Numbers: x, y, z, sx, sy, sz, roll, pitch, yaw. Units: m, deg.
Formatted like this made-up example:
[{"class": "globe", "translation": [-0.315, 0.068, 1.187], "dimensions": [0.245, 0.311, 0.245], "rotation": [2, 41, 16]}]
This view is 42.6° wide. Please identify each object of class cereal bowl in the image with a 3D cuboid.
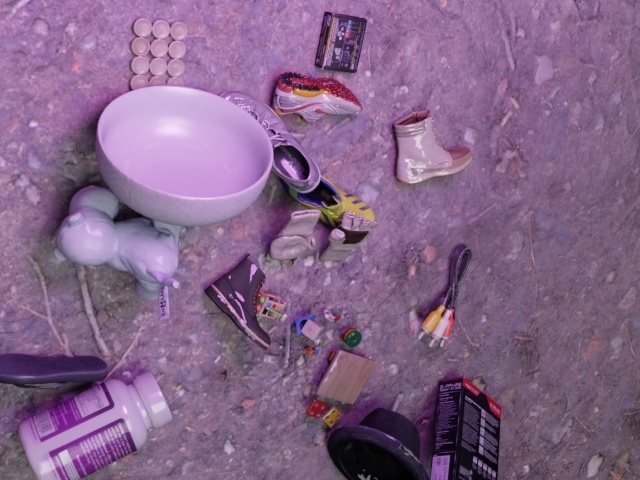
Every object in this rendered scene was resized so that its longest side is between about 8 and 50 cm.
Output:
[{"class": "cereal bowl", "translation": [-0.266, -0.146, 1.588], "dimensions": [0.338, 0.339, 0.141], "rotation": [-7, 139, -28]}]

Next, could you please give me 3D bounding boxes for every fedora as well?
[{"class": "fedora", "translation": [0.181, 0.572, 2.244], "dimensions": [0.153, 0.333, 0.334], "rotation": [-57, 134, -37]}]

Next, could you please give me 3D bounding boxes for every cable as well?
[{"class": "cable", "translation": [0.366, 0.160, 2.243], "dimensions": [0.139, 0.072, 0.287], "rotation": [22, 99, -41]}]

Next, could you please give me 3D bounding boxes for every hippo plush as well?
[{"class": "hippo plush", "translation": [-0.407, 0.019, 1.642], "dimensions": [0.236, 0.294, 0.234], "rotation": [12, 138, -15]}]

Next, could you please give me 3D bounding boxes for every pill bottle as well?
[{"class": "pill bottle", "translation": [-0.486, 0.408, 1.796], "dimensions": [0.301, 0.169, 0.169], "rotation": [-24, 122, -19]}]

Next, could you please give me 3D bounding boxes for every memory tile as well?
[{"class": "memory tile", "translation": [-0.323, -0.364, 1.632], "dimensions": [0.113, 0.012, 0.148], "rotation": [-4, 114, -29]}]

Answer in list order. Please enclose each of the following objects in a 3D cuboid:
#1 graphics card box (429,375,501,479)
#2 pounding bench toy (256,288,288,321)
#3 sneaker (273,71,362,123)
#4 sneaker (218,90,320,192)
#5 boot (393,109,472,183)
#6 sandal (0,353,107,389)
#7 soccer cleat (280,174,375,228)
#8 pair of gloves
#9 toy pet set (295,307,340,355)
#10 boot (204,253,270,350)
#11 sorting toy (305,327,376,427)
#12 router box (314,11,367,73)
[{"class": "graphics card box", "translation": [0.417, 0.605, 2.339], "dimensions": [0.232, 0.094, 0.371], "rotation": [40, 47, -38]}, {"class": "pounding bench toy", "translation": [-0.121, 0.158, 1.948], "dimensions": [0.065, 0.083, 0.052], "rotation": [20, 101, -36]}, {"class": "sneaker", "translation": [-0.008, -0.307, 1.813], "dimensions": [0.225, 0.088, 0.093], "rotation": [5, 130, -32]}, {"class": "sneaker", "translation": [-0.103, -0.214, 1.720], "dimensions": [0.281, 0.115, 0.105], "rotation": [39, 89, -6]}, {"class": "boot", "translation": [0.276, -0.240, 2.004], "dimensions": [0.213, 0.077, 0.165], "rotation": [-18, 118, -19]}, {"class": "sandal", "translation": [-0.575, 0.286, 1.731], "dimensions": [0.254, 0.097, 0.055], "rotation": [7, 108, -33]}, {"class": "soccer cleat", "translation": [0.030, -0.082, 1.902], "dimensions": [0.289, 0.121, 0.093], "rotation": [31, 94, -37]}, {"class": "pair of gloves", "translation": [0.000, 0.000, 1.908], "dimensions": [0.240, 0.042, 0.204], "rotation": [1, 147, -30]}, {"class": "toy pet set", "translation": [-0.024, 0.222, 2.065], "dimensions": [0.122, 0.065, 0.114], "rotation": [-57, 162, 7]}, {"class": "boot", "translation": [-0.152, 0.143, 1.897], "dimensions": [0.137, 0.077, 0.198], "rotation": [-44, 102, -12]}, {"class": "sorting toy", "translation": [0.055, 0.361, 2.168], "dimensions": [0.132, 0.046, 0.275], "rotation": [23, 99, -36]}, {"class": "router box", "translation": [0.044, -0.433, 1.800], "dimensions": [0.092, 0.038, 0.123], "rotation": [1, 111, -31]}]
